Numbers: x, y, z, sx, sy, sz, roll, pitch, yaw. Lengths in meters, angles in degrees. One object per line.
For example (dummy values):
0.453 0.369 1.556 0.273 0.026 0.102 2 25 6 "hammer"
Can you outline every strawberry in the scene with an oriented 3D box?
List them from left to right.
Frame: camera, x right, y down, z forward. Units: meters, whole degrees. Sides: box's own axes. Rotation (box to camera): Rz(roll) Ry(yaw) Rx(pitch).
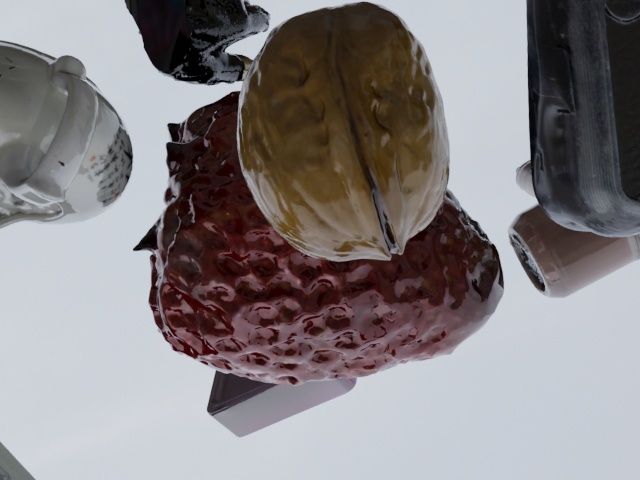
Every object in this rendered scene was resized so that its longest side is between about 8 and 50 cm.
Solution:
-0.012 -0.007 1.062 0.310 0.291 0.292 -6 -149 32 "strawberry"

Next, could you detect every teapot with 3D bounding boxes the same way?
-0.257 -0.077 0.923 0.300 0.208 0.166 -1 -125 61 "teapot"

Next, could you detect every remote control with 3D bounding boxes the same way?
0.159 -0.128 0.609 0.090 0.266 0.066 -13 -162 -22 "remote control"

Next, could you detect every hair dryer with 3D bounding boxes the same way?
0.282 -0.044 1.318 0.189 0.106 0.344 -29 -165 -2 "hair dryer"

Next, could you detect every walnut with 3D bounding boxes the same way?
0.015 -0.069 0.757 0.144 0.144 0.180 -13 -102 -14 "walnut"

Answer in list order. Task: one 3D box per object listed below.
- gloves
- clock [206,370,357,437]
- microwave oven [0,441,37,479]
-0.106 -0.232 1.141 0.129 0.106 0.181 43 -145 12 "gloves"
-0.043 0.153 1.437 0.197 0.063 0.150 -27 -147 27 "clock"
-0.453 0.459 1.296 0.247 0.333 0.394 -32 -159 13 "microwave oven"
